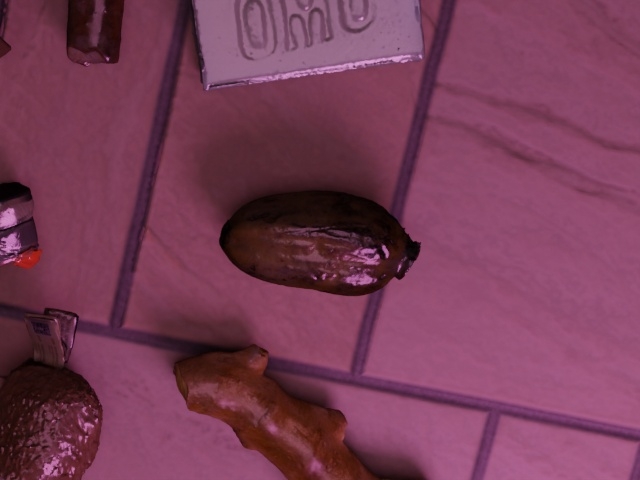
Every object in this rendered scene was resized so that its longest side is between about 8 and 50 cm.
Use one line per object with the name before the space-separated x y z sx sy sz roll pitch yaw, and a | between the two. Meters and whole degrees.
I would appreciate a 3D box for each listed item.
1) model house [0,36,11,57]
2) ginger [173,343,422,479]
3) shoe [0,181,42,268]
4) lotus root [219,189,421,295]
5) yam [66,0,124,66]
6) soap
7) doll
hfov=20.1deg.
model house | -0.371 -0.162 1.448 0.181 0.248 0.176 -35 104 2
ginger | -0.017 0.202 1.668 0.299 0.065 0.118 41 84 -15
shoe | -0.337 0.014 1.589 0.194 0.074 0.077 -19 110 -3
lotus root | 0.000 0.000 1.611 0.179 0.080 0.089 8 109 -2
yam | -0.195 -0.266 1.538 0.056 0.057 0.241 -1 105 -5
soap | -0.014 -0.199 1.568 0.198 0.063 0.115 -9 103 -4
doll | -0.251 0.168 1.619 0.115 0.105 0.221 22 95 31
